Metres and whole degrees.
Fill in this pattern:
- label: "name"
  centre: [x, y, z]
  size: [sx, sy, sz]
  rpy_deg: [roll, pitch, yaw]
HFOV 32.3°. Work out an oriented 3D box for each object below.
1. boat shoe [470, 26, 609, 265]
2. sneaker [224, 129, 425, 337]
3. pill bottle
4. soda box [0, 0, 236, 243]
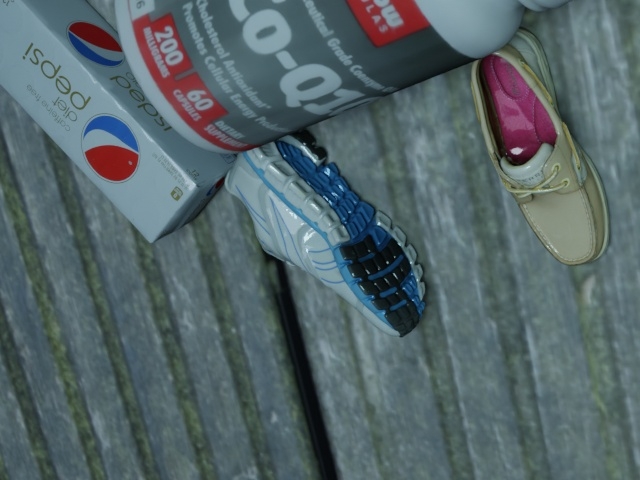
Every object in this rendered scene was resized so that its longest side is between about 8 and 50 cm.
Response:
- label: "boat shoe"
  centre: [0.139, -0.055, 0.729]
  size: [0.063, 0.059, 0.170]
  rpy_deg: [-21, 98, 32]
- label: "sneaker"
  centre: [0.000, 0.000, 0.826]
  size: [0.191, 0.071, 0.083]
  rpy_deg: [51, 133, 8]
- label: "pill bottle"
  centre: [0.026, -0.169, 0.684]
  size: [0.283, 0.161, 0.161]
  rpy_deg: [-18, 100, 32]
- label: "soda box"
  centre: [-0.169, -0.105, 0.864]
  size: [0.216, 0.069, 0.074]
  rpy_deg: [46, 123, 6]
